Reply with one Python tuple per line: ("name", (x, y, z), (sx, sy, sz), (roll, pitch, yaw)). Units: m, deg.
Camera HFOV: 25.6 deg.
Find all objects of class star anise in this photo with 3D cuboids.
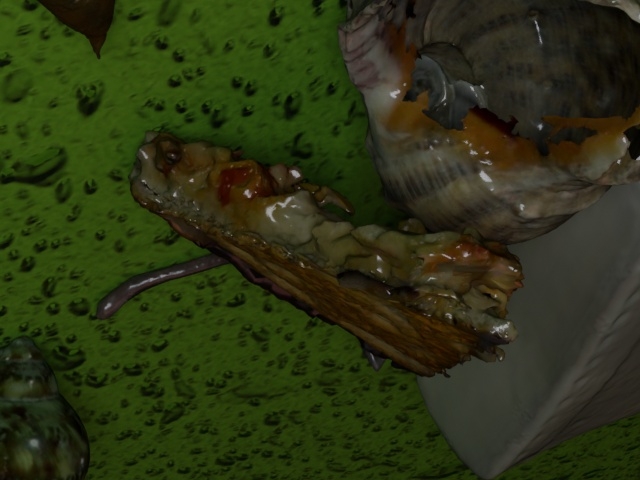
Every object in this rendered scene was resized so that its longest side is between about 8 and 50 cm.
("star anise", (-0.019, 0.023, 1.054), (0.227, 0.219, 0.148), (32, 161, -9))

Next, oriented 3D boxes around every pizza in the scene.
("pizza", (0.000, 0.000, 0.854), (0.074, 0.251, 0.287), (-64, -176, -12))

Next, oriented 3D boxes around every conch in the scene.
("conch", (-0.240, 0.164, 1.003), (0.181, 0.124, 0.187), (-40, 169, 4))
("conch", (0.128, -0.107, 0.844), (0.291, 0.159, 0.210), (-15, 121, 43))

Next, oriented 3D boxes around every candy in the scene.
("candy", (0.224, 0.017, 1.081), (0.208, 0.145, 0.359), (-16, 147, -32))

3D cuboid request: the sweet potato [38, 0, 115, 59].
("sweet potato", (-0.166, -0.161, 0.659), (0.067, 0.067, 0.274), (-34, 147, 11))
